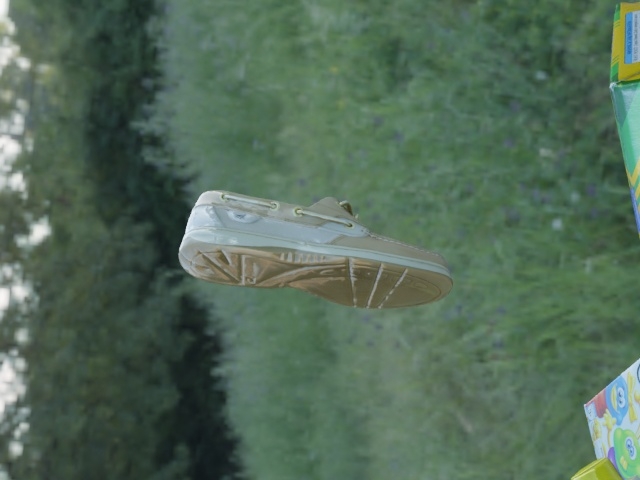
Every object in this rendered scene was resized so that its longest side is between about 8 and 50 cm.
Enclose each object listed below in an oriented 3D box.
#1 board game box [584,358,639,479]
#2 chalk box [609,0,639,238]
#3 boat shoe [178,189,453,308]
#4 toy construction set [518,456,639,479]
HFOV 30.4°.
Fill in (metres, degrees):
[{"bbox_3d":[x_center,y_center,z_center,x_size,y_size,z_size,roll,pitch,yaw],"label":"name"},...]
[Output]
[{"bbox_3d":[0.481,0.233,1.551,0.275,0.144,0.142,113,152,-60],"label":"board game box"},{"bbox_3d":[0.255,-0.034,0.700,0.132,0.132,0.213,-67,-36,-57],"label":"chalk box"},{"bbox_3d":[0.000,0.000,0.732,0.063,0.170,0.059,111,167,-57],"label":"boat shoe"},{"bbox_3d":[0.092,0.273,0.819,0.151,0.215,0.327,50,153,20],"label":"toy construction set"}]
